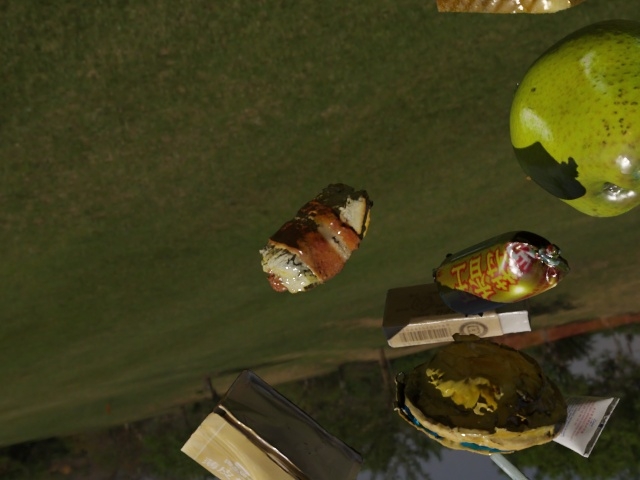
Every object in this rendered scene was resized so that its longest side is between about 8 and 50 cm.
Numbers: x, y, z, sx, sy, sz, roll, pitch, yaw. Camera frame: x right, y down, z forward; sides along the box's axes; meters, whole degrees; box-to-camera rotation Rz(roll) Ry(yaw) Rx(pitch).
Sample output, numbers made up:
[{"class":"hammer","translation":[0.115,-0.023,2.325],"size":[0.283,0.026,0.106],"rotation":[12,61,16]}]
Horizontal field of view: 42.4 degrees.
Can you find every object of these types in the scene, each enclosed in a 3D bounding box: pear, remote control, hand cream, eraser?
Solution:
[{"class":"pear","translation":[0.490,-0.198,1.441],"size":[0.238,0.318,0.342],"rotation":[27,121,-24]},{"class":"remote control","translation":[0.349,0.416,1.456],"size":[0.018,0.124,0.053],"rotation":[-44,158,-9]},{"class":"hand cream","translation":[0.510,0.365,1.700],"size":[0.133,0.083,0.248],"rotation":[-57,-167,-11]},{"class":"eraser","translation":[0.325,0.165,1.970],"size":[0.343,0.144,0.078],"rotation":[-8,128,19]}]

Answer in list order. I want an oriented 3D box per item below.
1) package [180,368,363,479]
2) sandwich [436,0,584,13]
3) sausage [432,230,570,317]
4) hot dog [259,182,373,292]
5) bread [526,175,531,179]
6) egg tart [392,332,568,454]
[{"class":"package","translation":[-0.100,0.436,1.589],"size":[0.221,0.311,0.165],"rotation":[-50,-179,11]},{"class":"sandwich","translation":[0.284,-0.358,1.112],"size":[0.186,0.065,0.215],"rotation":[13,-149,34]},{"class":"sausage","translation":[0.310,0.053,1.368],"size":[0.117,0.125,0.317],"rotation":[-43,-176,-21]},{"class":"hot dog","translation":[0.000,0.000,1.307],"size":[0.213,0.103,0.146],"rotation":[-40,-150,-6]},{"class":"bread","translation":[0.549,-0.291,1.887],"size":[0.084,0.344,0.124],"rotation":[29,172,17]},{"class":"egg tart","translation":[0.255,0.229,1.315],"size":[0.291,0.107,0.291],"rotation":[4,-160,-1]}]
